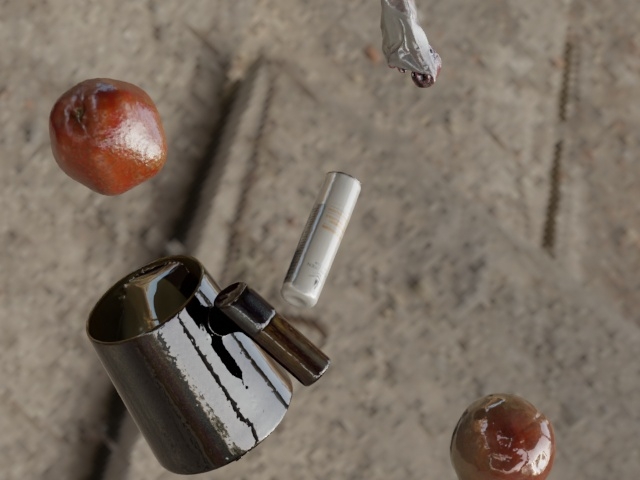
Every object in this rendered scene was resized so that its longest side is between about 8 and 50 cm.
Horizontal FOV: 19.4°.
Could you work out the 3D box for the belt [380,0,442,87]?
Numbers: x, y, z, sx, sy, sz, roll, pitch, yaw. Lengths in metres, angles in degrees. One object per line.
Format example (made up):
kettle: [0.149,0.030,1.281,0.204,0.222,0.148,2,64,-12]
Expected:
belt: [0.097,-0.304,2.389,0.053,0.071,0.232,-93,167,-64]

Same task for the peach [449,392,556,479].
peach: [0.135,0.153,1.372,0.083,0.083,0.083,29,37,-25]

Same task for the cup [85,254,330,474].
cup: [-0.109,0.111,1.943,0.177,0.239,0.166,60,16,-27]

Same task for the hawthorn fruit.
hawthorn fruit: [-0.246,-0.123,2.112,0.138,0.133,0.132,60,7,-61]

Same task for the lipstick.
lipstick: [0.000,0.000,1.834,0.040,0.040,0.141,32,63,-21]
